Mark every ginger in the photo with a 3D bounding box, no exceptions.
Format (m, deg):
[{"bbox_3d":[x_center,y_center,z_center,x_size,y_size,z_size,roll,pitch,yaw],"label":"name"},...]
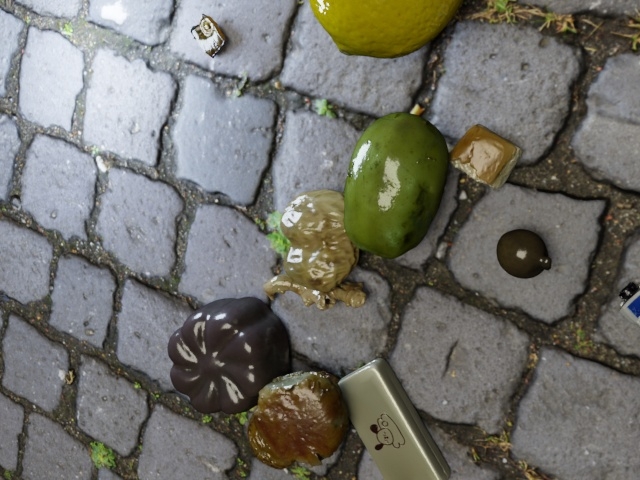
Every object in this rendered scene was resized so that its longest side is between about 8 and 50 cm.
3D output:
[{"bbox_3d":[-0.020,0.124,1.654,0.288,0.075,0.089,2,62,27],"label":"ginger"}]

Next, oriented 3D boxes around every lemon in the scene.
[{"bbox_3d":[0.134,-0.520,1.359,0.336,0.336,0.336,4,99,26],"label":"lemon"}]

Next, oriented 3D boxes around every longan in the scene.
[{"bbox_3d":[0.411,0.030,1.406,0.119,0.106,0.106,25,108,43],"label":"longan"}]

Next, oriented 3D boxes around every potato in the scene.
[{"bbox_3d":[0.154,-0.114,1.463,0.215,0.216,0.305,14,110,24],"label":"potato"}]

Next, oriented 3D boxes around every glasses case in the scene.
[{"bbox_3d":[0.163,0.432,1.604,0.131,0.070,0.313,-34,81,26],"label":"glasses case"}]

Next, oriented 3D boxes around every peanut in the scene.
[{"bbox_3d":[0.000,0.000,1.599,0.196,0.110,0.233,-1,92,22],"label":"peanut"}]

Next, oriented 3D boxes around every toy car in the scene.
[{"bbox_3d":[0.640,0.149,1.329,0.171,0.070,0.080,46,114,13],"label":"toy car"}]

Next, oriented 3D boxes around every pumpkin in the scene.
[{"bbox_3d":[-0.270,-0.499,1.717,0.073,0.035,0.101,-40,82,37],"label":"pumpkin"}]

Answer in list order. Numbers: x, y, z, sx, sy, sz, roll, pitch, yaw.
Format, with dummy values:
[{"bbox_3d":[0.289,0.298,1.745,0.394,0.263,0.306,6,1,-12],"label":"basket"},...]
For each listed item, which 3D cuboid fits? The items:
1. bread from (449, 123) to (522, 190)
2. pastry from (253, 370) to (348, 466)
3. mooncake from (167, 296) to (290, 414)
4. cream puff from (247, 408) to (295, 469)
[{"bbox_3d":[0.331,-0.173,1.432,0.125,0.082,0.106,38,118,20],"label":"bread"},{"bbox_3d":[-0.039,0.392,1.596,0.218,0.100,0.229,38,111,7],"label":"pastry"},{"bbox_3d":[-0.229,0.289,1.737,0.306,0.154,0.306,5,102,27],"label":"mooncake"},{"bbox_3d":[-0.105,0.469,1.706,0.150,0.165,0.115,23,148,-16],"label":"cream puff"}]
